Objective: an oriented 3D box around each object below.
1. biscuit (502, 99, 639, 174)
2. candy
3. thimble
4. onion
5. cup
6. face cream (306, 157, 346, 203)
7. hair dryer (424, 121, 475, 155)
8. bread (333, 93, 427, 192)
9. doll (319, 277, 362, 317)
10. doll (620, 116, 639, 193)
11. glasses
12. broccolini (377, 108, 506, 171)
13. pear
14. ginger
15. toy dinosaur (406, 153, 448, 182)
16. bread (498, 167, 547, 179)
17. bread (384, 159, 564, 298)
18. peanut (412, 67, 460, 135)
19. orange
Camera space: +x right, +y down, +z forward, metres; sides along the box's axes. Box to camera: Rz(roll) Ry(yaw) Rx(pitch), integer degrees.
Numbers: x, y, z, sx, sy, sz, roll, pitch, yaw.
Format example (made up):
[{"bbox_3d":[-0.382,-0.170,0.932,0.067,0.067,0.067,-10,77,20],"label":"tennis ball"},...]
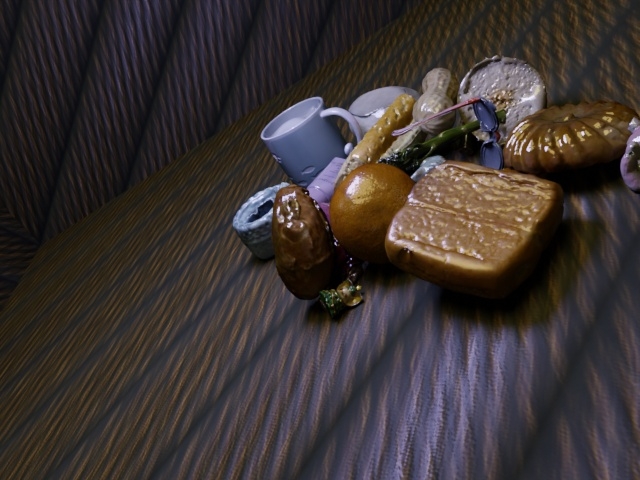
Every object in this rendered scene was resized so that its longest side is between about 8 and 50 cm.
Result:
[{"bbox_3d":[0.606,-0.261,1.454,0.326,0.107,0.325,-18,23,8],"label":"biscuit"},{"bbox_3d":[0.239,-0.445,2.149,0.296,0.185,0.295,-15,33,10],"label":"candy"},{"bbox_3d":[-0.154,-0.064,1.973,0.250,0.172,0.205,-44,33,-14],"label":"thimble"},{"bbox_3d":[0.000,0.000,1.700,0.267,0.159,0.349,-43,27,-12],"label":"onion"},{"bbox_3d":[0.003,-0.343,2.141,0.357,0.274,0.259,-10,35,37],"label":"cup"},{"bbox_3d":[0.036,-0.181,1.949,0.154,0.096,0.274,16,50,35],"label":"face cream"},{"bbox_3d":[0.404,-0.333,1.869,0.195,0.050,0.173,-9,57,47],"label":"hair dryer"},{"bbox_3d":[0.199,-0.264,1.863,0.375,0.165,0.236,-51,-9,-36],"label":"bread"},{"bbox_3d":[0.052,0.152,1.516,0.113,0.076,0.078,-14,47,-26],"label":"doll"},{"bbox_3d":[0.708,-0.175,1.260,0.149,0.095,0.192,27,64,16],"label":"doll"},{"bbox_3d":[0.347,-0.232,1.564,0.269,0.234,0.118,-23,29,-8],"label":"glasses"},{"bbox_3d":[0.338,-0.259,1.637,0.392,0.073,0.079,-22,6,0],"label":"broccolini"},{"bbox_3d":[0.540,-0.401,1.741,0.267,0.266,0.178,-20,1,26],"label":"pear"},{"bbox_3d":[-0.045,-0.006,1.553,0.165,0.321,0.172,-7,-12,-11],"label":"ginger"},{"bbox_3d":[0.299,-0.168,1.726,0.206,0.092,0.393,-25,19,4],"label":"toy dinosaur"},{"bbox_3d":[0.472,-0.140,1.492,0.189,0.077,0.114,-11,14,16],"label":"bread"},{"bbox_3d":[0.334,-0.015,1.323,0.337,0.148,0.328,15,56,35],"label":"bread"},{"bbox_3d":[0.350,-0.422,1.798,0.136,0.120,0.298,-5,44,25],"label":"peanut"},{"bbox_3d":[0.150,-0.066,1.535,0.264,0.264,0.264,-26,27,15],"label":"orange"}]
